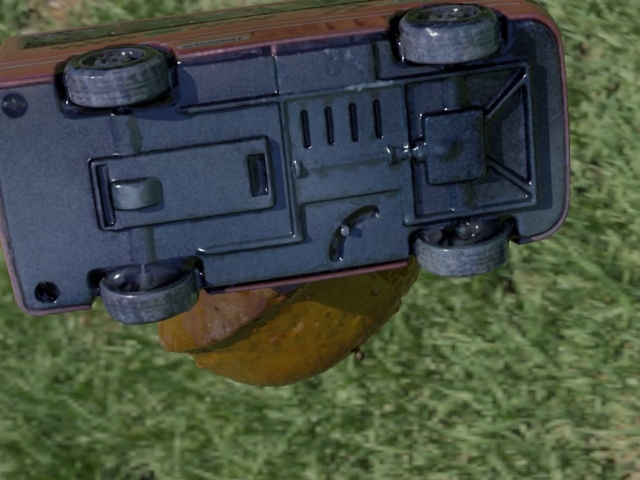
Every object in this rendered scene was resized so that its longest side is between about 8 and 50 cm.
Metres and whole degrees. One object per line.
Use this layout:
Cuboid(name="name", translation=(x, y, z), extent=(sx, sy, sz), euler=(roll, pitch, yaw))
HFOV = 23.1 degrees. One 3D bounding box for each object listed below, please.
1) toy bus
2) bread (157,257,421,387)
Cuboid(name="toy bus", translation=(-0.035, -0.081, 1.213), extent=(0.233, 0.427, 0.203), euler=(-113, 16, -67))
Cuboid(name="bread", translation=(0.000, 0.000, 1.544), extent=(0.179, 0.194, 0.340), euler=(8, 56, 45))
